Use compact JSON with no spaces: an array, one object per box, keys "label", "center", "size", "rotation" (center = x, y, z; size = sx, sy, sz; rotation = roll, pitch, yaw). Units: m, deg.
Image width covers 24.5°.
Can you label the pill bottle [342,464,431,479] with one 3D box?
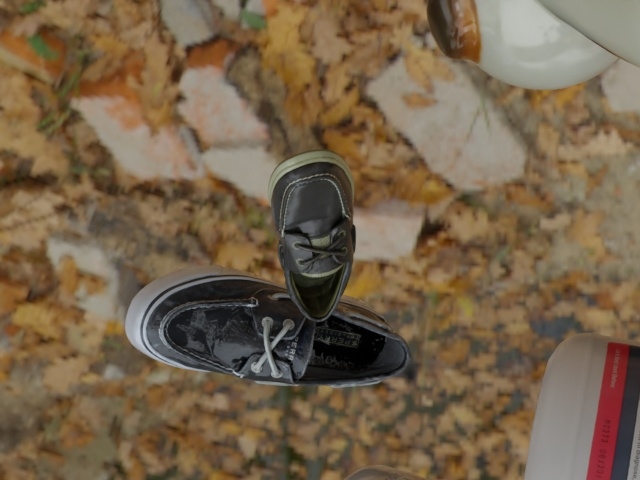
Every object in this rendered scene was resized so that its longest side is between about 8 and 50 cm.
[{"label":"pill bottle","center":[0.185,0.366,1.324],"size":[0.407,0.229,0.229],"rotation":[15,137,28]}]

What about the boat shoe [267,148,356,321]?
[{"label":"boat shoe","center":[-0.001,0.001,1.336],"size":[0.080,0.073,0.223],"rotation":[-12,151,-7]}]

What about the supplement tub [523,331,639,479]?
[{"label":"supplement tub","center":[0.248,0.164,0.811],"size":[0.272,0.191,0.191],"rotation":[10,132,12]}]

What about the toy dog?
[{"label":"toy dog","center":[0.283,-0.251,1.310],"size":[0.284,0.395,0.408],"rotation":[-10,-177,-29]}]

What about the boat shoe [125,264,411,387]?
[{"label":"boat shoe","center":[-0.045,0.099,1.483],"size":[0.301,0.102,0.108],"rotation":[12,99,-32]}]
